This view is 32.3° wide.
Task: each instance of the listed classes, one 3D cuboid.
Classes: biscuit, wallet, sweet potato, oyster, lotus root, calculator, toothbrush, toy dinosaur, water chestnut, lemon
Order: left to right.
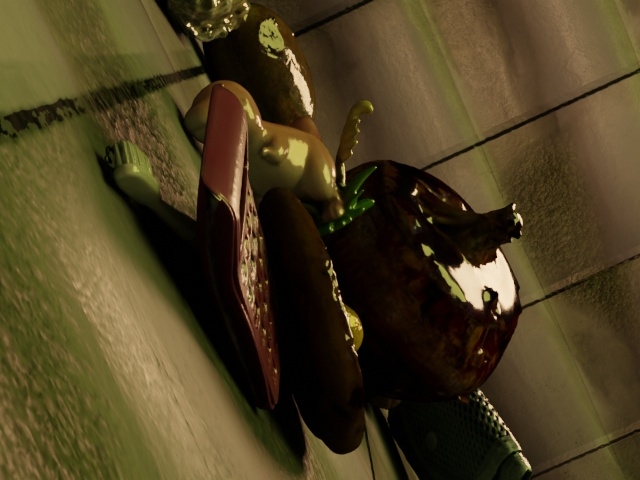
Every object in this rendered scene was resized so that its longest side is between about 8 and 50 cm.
[{"bbox_3d":[-0.082,-0.002,0.731,0.288,0.021,0.024,59,17,-69],"label":"toothbrush"},{"bbox_3d":[-0.149,-0.339,1.353,0.268,0.112,0.198,-100,162,-44],"label":"oyster"},{"bbox_3d":[-0.054,0.008,0.719,0.127,0.034,0.190,-93,174,-54],"label":"calculator"},{"bbox_3d":[-0.083,-0.235,1.538,0.241,0.124,0.123,63,25,-43],"label":"lotus root"},{"bbox_3d":[-0.052,-0.080,1.090,0.194,0.152,0.177,-33,101,-45],"label":"toy dinosaur"},{"bbox_3d":[-0.013,0.061,0.853,0.212,0.036,0.212,165,-90,-78],"label":"biscuit"},{"bbox_3d":[0.018,0.104,1.250,0.083,0.062,0.062,61,5,-38],"label":"lemon"},{"bbox_3d":[0.089,0.196,1.678,0.273,0.075,0.075,-120,-175,-84],"label":"sweet potato"},{"bbox_3d":[0.146,0.044,1.480,0.350,0.302,0.350,41,26,-25],"label":"water chestnut"},{"bbox_3d":[0.191,0.300,1.670,0.342,0.075,0.237,-123,-147,-45],"label":"wallet"}]
